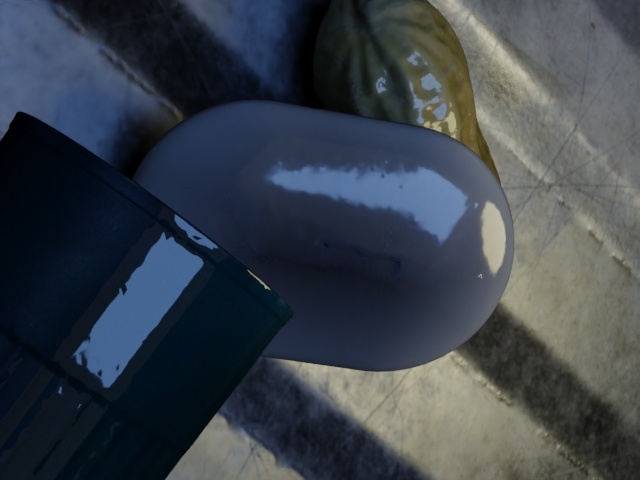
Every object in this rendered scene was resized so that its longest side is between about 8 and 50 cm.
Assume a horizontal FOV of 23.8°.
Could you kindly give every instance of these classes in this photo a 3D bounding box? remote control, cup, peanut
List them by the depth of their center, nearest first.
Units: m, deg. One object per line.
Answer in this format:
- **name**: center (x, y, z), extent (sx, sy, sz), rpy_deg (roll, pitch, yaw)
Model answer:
- **cup**: center (-0.216, 0.083, 1.047), extent (0.292, 0.242, 0.308), rpy_deg (-55, 137, -6)
- **remote control**: center (0.000, 0.000, 1.263), extent (0.332, 0.103, 0.221), rpy_deg (10, 111, -9)
- **peanut**: center (0.087, -0.080, 1.369), extent (0.149, 0.149, 0.313), rpy_deg (-34, 117, -31)
